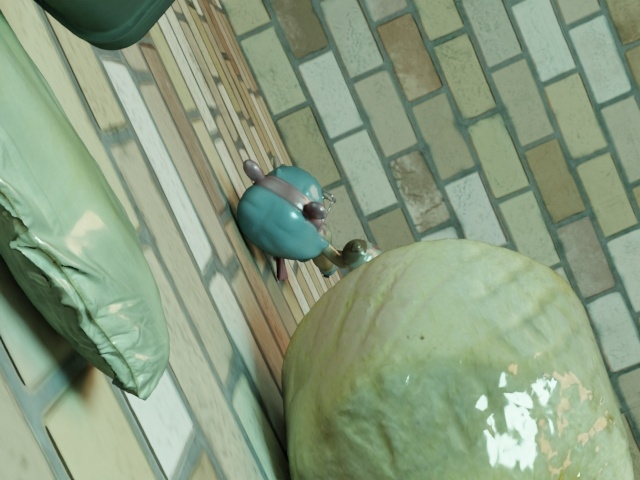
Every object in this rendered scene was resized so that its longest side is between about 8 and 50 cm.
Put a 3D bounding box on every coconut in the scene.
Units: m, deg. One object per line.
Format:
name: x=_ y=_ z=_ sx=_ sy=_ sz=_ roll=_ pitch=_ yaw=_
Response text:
coconut: x=0.108 y=0.153 z=0.798 sx=0.329 sy=0.328 sz=0.329 roll=-24 pitch=90 yaw=-86

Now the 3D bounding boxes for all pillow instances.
pillow: x=-0.127 y=-0.037 z=0.391 sx=0.128 sy=0.051 sz=0.229 roll=56 pitch=-7 yaw=50

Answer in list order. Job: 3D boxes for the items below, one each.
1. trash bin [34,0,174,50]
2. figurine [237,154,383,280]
trash bin: x=-0.137 y=-0.172 z=0.373 sx=0.176 sy=0.101 sz=0.236 roll=42 pitch=5 yaw=8
figurine: x=-0.013 y=0.006 z=1.124 sx=0.205 sy=0.103 sz=0.260 roll=41 pitch=-8 yaw=18
